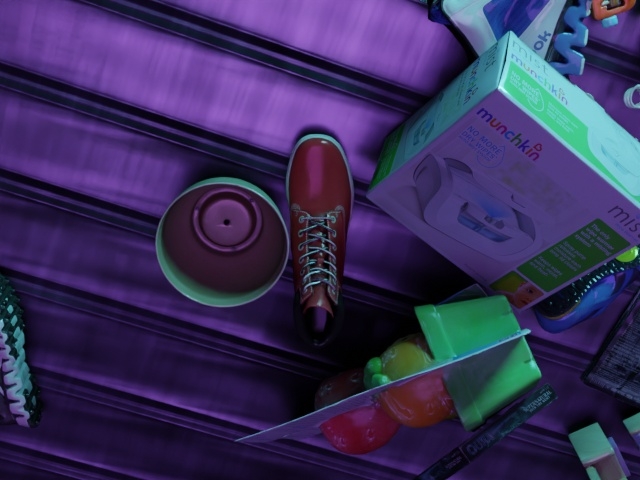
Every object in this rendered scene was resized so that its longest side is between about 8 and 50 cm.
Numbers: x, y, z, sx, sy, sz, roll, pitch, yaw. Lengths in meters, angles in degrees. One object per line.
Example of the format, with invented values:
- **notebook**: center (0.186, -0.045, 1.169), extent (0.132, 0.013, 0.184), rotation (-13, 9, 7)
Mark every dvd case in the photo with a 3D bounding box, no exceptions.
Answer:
- **dvd case**: center (0.493, 0.141, 1.254), extent (0.164, 0.018, 0.221), rotation (24, 109, -10)

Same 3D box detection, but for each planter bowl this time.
- **planter bowl**: center (-0.120, -0.011, 1.130), extent (0.162, 0.109, 0.162), rotation (-1, 111, -2)

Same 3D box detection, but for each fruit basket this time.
- **fruit basket**: center (0.093, 0.180, 1.129), extent (0.353, 0.327, 0.165), rotation (-17, 75, 9)

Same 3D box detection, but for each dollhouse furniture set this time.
- **dollhouse furniture set**: center (0.557, 0.365, 1.232), extent (0.303, 0.198, 0.286), rotation (-26, 113, 8)

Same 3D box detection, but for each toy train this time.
- **toy train**: center (0.391, -0.253, 1.096), extent (0.125, 0.046, 0.166), rotation (-22, 106, 7)

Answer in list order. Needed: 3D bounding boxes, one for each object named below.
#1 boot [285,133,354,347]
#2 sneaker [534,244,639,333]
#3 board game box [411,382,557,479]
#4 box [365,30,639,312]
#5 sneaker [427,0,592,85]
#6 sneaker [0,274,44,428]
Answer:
- **boot**: center (0.000, 0.000, 1.104), extent (0.088, 0.176, 0.244), rotation (-1, 109, 0)
- **sneaker**: center (0.379, 0.051, 1.202), extent (0.209, 0.069, 0.082), rotation (-36, 140, 2)
- **board game box**: center (0.216, 0.258, 1.165), extent (0.026, 0.186, 0.126), rotation (54, 141, 16)
- **box**: center (0.233, -0.073, 1.063), extent (0.262, 0.127, 0.231), rotation (37, 135, -16)
- **sneaker**: center (0.217, -0.308, 1.024), extent (0.182, 0.127, 0.315), rotation (1, 112, -5)
- **sneaker**: center (-0.448, 0.153, 1.196), extent (0.106, 0.078, 0.234), rotation (-6, 112, -2)
